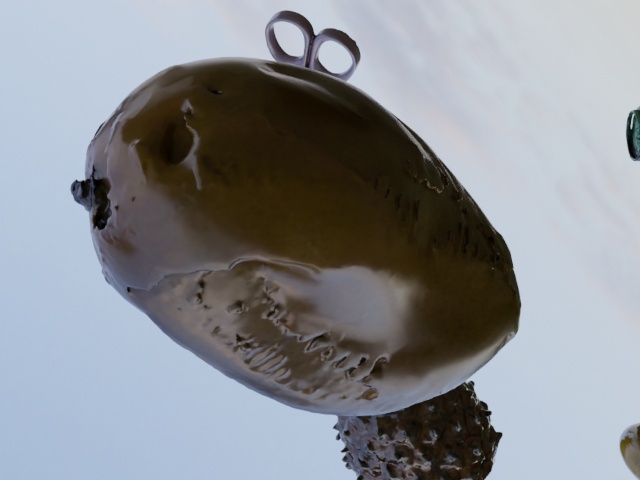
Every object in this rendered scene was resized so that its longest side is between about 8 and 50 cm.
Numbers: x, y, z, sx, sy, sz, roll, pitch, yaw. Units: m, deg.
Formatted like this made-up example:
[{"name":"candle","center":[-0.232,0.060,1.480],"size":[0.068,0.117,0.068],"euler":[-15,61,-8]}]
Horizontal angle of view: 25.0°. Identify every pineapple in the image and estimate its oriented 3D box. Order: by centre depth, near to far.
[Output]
[{"name":"pineapple","center":[0.052,0.085,1.356],"size":[0.165,0.165,0.364],"euler":[-80,-31,-64]}]

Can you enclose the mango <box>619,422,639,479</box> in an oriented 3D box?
[{"name":"mango","center":[0.324,0.193,1.121],"size":[0.190,0.075,0.098],"euler":[25,-173,4]}]

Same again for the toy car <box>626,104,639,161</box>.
[{"name":"toy car","center":[0.135,-0.045,0.457],"size":[0.122,0.059,0.035],"euler":[144,124,-88]}]

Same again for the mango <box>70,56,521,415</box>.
[{"name":"mango","center":[0.000,0.000,0.693],"size":[0.248,0.156,0.151],"euler":[30,-111,-34]}]

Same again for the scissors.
[{"name":"scissors","center":[-0.018,-0.179,1.768],"size":[0.118,0.242,0.030],"euler":[23,-126,9]}]
